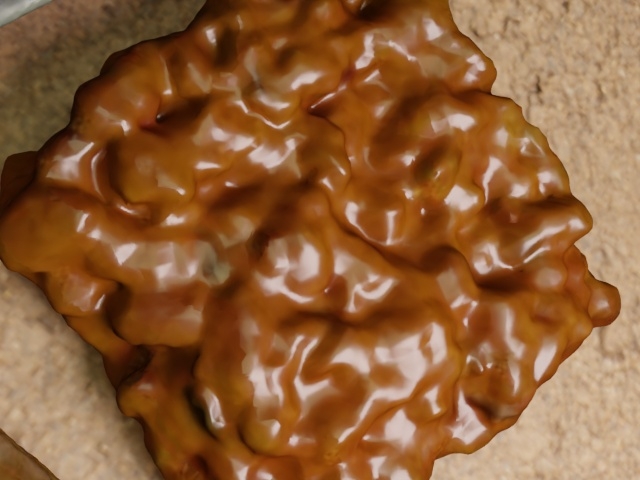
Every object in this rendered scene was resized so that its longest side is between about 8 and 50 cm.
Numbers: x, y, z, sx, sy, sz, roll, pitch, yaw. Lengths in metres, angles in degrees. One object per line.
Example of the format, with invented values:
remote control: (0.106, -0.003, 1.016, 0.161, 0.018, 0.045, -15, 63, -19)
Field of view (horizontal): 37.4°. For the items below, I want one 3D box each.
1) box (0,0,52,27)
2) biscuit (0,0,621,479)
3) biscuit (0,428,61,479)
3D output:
box: (-0.159, -0.344, 0.482, 0.396, 0.111, 0.396, -31, 112, -7)
biscuit: (0.000, 0.000, 0.565, 0.318, 0.110, 0.312, -35, 92, -23)
biscuit: (-0.280, 0.168, 0.458, 0.262, 0.052, 0.277, 47, 68, -5)
